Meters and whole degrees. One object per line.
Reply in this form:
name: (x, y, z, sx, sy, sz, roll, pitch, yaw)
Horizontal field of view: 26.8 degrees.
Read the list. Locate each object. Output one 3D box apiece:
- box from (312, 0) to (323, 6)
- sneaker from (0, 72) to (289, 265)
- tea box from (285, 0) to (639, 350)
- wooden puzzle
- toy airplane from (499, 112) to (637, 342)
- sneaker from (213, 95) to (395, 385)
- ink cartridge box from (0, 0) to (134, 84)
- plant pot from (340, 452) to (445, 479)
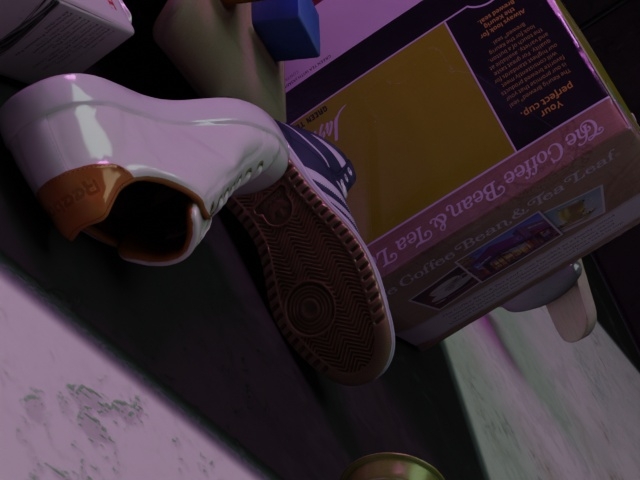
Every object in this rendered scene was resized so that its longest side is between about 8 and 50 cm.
box: (-0.083, -0.320, 1.511, 0.232, 0.127, 0.148, 47, 19, -32)
sneaker: (-0.106, -0.033, 0.951, 0.290, 0.106, 0.123, 0, 62, -59)
tea box: (0.137, -0.115, 1.403, 0.220, 0.329, 0.323, 32, 30, -58)
wooden puzzle: (-0.059, -0.287, 1.224, 0.322, 0.080, 0.348, 53, 38, -70)
toy airplane: (0.251, -0.094, 1.825, 0.386, 0.272, 0.384, 53, -23, 42)
sneaker: (0.000, 0.000, 1.190, 0.282, 0.099, 0.153, 59, 17, 17)
ink cartridge box: (-0.232, -0.194, 0.884, 0.148, 0.086, 0.203, 61, 16, 17)
plant pot: (0.051, 0.213, 0.986, 0.083, 0.083, 0.079, 49, 29, -27)
